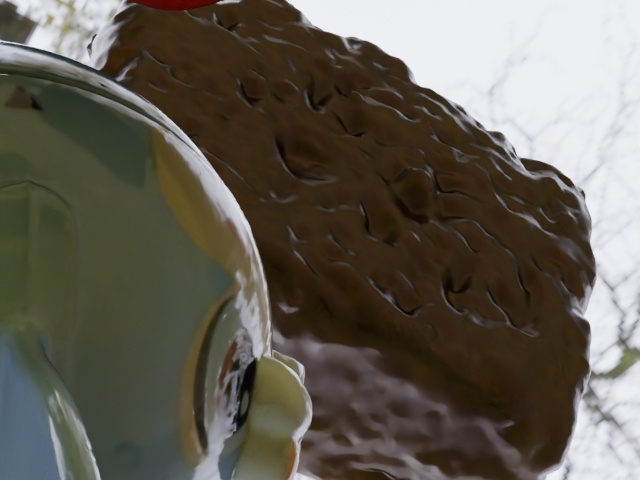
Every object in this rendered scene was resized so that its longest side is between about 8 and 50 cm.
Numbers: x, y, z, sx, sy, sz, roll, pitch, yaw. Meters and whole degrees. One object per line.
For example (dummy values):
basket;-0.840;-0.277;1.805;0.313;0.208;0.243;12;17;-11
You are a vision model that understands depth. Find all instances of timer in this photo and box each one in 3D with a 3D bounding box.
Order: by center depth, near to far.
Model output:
timer;-0.063;0.052;0.470;0.175;0.175;0.255;-17;-139;-32

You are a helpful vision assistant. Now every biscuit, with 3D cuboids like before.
biscuit;0.000;0.000;1.303;0.395;0.166;0.342;27;-143;-9

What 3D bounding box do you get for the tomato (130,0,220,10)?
tomato;-0.091;-0.216;1.034;0.136;0.195;0.195;-26;-104;-13
